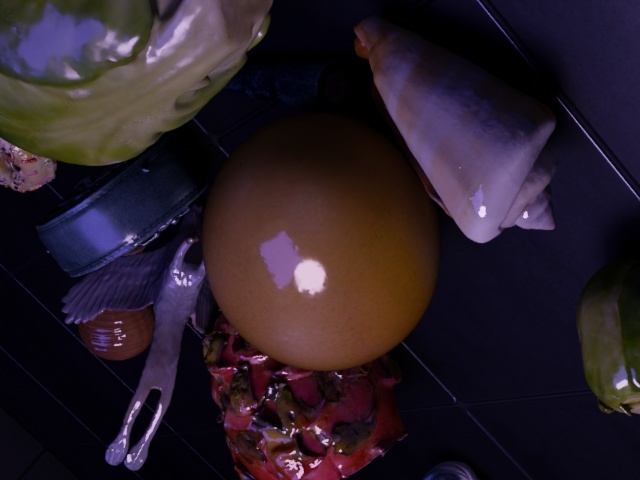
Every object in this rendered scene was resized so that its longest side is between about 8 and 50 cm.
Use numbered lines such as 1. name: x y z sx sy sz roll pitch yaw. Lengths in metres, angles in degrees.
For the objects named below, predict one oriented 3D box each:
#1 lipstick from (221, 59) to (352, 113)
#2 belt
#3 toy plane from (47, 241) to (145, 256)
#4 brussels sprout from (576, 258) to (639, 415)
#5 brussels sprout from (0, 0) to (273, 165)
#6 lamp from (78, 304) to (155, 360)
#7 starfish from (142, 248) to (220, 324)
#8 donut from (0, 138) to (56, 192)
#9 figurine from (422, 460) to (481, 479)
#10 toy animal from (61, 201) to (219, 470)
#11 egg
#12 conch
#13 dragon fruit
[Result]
1. lipstick: -0.067 -0.178 1.109 0.234 0.053 0.053 16 143 43
2. belt: -0.266 -0.041 1.332 0.267 0.206 0.116 -21 109 46
3. toy plane: -0.337 -0.010 1.555 0.286 0.092 0.108 4 115 49
4. brussels sprout: 0.311 0.087 0.957 0.131 0.145 0.183 -11 171 25
5. brussels sprout: -0.196 -0.236 0.932 0.354 0.289 0.281 -1 147 32
6. lamp: -0.353 0.142 1.762 0.136 0.136 0.136 28 148 19
7. starfish: -0.212 0.071 1.578 0.146 0.074 0.190 4 138 36
8. donut: -0.494 -0.145 1.594 0.174 0.068 0.174 28 148 20
9. figurine: 0.193 0.373 1.526 0.114 0.079 0.114 -6 166 -2
10. toy animal: -0.213 0.096 1.346 0.225 0.284 0.302 18 122 -18
11. egg: 0.000 0.000 1.055 0.250 0.250 0.322 26 157 21
12. conch: 0.135 -0.113 0.926 0.255 0.127 0.158 59 -178 7
13. dragon fruit: -0.040 0.197 1.381 0.291 0.250 0.269 52 143 7
